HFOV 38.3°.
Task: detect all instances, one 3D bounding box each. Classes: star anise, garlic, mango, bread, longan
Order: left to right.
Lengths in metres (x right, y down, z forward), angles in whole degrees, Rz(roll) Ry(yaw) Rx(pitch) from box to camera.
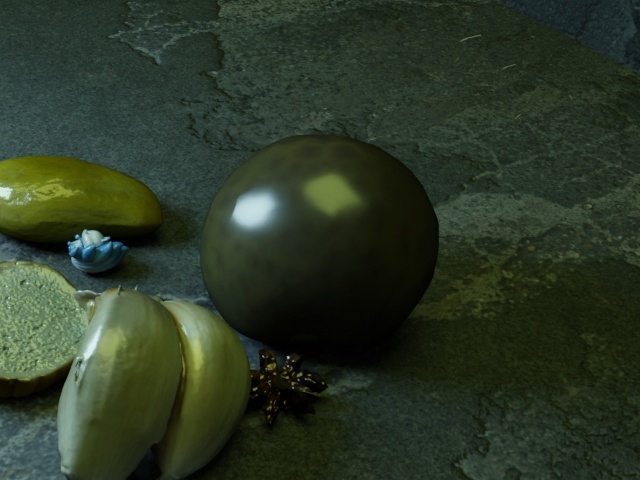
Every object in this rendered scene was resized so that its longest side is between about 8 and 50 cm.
[{"bbox_3d":[-0.469,0.136,1.428,0.236,0.070,0.236,14,49,-17],"label":"bread"},{"bbox_3d":[-0.468,-0.078,1.709,0.332,0.142,0.195,1,35,-24],"label":"mango"},{"bbox_3d":[-0.249,0.201,1.313,0.249,0.286,0.313,-27,42,15],"label":"garlic"},{"bbox_3d":[-0.067,0.228,1.451,0.168,0.057,0.168,0,30,0],"label":"star anise"},{"bbox_3d":[0.000,0.000,1.546,0.405,0.336,0.404,0,74,-1],"label":"longan"}]

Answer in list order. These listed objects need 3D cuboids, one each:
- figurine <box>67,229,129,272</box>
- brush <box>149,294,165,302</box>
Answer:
[{"bbox_3d":[-0.393,0.017,1.639,0.114,0.079,0.114,-11,-5,-1],"label":"figurine"},{"bbox_3d":[-0.277,0.192,1.467,0.042,0.039,0.299,5,38,-7],"label":"brush"}]
